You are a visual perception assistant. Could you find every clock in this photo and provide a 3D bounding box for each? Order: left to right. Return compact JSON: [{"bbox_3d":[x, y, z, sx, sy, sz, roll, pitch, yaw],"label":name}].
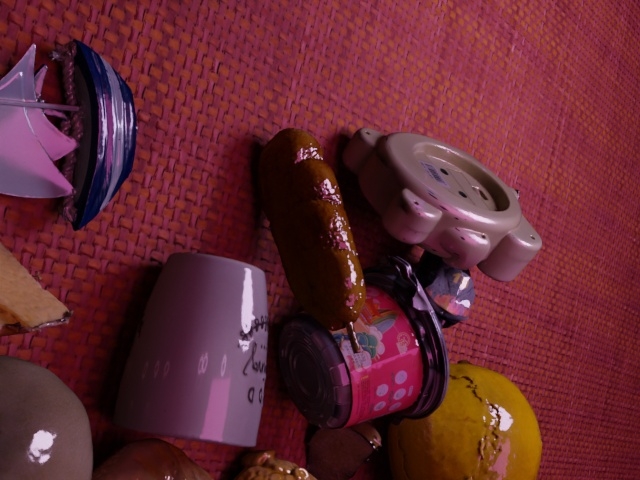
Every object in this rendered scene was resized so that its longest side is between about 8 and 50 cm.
[{"bbox_3d":[0.198,-0.070,1.430,0.310,0.284,0.114,11,127,-36],"label":"clock"}]

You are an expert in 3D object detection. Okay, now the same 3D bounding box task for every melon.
[{"bbox_3d":[-0.373,0.248,0.847,0.271,0.272,0.308,58,40,-36],"label":"melon"}]

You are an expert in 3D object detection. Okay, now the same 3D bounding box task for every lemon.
[{"bbox_3d":[0.259,0.373,1.556,0.297,0.297,0.297,-10,104,-47],"label":"lemon"}]

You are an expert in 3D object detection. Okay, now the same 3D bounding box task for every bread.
[{"bbox_3d":[-0.351,0.023,0.827,0.240,0.178,0.135,8,89,-78],"label":"bread"},{"bbox_3d":[-0.002,0.001,1.246,0.084,0.124,0.344,-9,75,-45],"label":"bread"}]

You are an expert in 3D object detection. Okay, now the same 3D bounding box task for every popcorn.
[{"bbox_3d":[-0.076,0.410,1.294,0.194,0.140,0.163,-25,120,-45],"label":"popcorn"}]

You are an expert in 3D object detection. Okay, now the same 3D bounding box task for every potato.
[{"bbox_3d":[0.034,0.353,1.457,0.172,0.101,0.089,-58,170,31],"label":"potato"}]

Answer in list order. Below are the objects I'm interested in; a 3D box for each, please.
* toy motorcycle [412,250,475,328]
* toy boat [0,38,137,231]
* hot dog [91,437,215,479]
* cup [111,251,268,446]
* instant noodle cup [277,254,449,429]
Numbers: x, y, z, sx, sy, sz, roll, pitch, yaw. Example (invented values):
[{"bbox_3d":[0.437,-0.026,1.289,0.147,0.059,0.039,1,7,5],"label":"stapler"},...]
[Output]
[{"bbox_3d":[0.203,0.088,1.481,0.108,0.173,0.307,34,31,-6],"label":"toy motorcycle"},{"bbox_3d":[-0.328,-0.144,0.974,0.292,0.070,0.210,29,72,-44],"label":"toy boat"},{"bbox_3d":[-0.248,0.451,1.073,0.365,0.196,0.367,-40,130,-34],"label":"hot dog"},{"bbox_3d":[-0.151,0.152,1.164,0.258,0.186,0.234,60,38,-72],"label":"cup"},{"bbox_3d":[0.050,0.184,1.335,0.182,0.258,0.302,-16,111,-32],"label":"instant noodle cup"}]
